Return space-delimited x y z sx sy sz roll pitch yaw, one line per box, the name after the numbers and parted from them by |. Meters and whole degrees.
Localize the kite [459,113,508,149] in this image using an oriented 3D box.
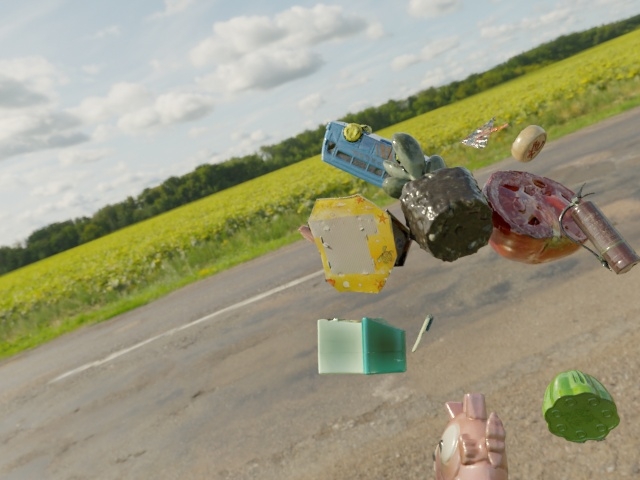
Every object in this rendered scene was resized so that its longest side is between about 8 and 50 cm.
0.589 -0.389 2.028 0.189 0.009 0.232 -15 33 38 | kite

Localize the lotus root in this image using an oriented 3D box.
0.669 0.407 1.477 0.186 0.186 0.186 -20 8 3 | lotus root

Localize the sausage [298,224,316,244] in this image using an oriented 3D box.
0.000 0.000 1.503 0.147 0.035 0.030 33 58 33 | sausage

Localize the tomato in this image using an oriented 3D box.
0.415 -0.035 1.146 0.233 0.200 0.139 6 -43 -16 | tomato

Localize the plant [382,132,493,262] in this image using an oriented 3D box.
0.203 -0.085 1.055 0.149 0.146 0.274 -13 43 -12 | plant

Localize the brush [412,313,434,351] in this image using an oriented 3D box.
0.199 0.180 1.089 0.083 0.013 0.016 -60 5 -20 | brush

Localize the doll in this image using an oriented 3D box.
0.217 0.327 0.810 0.093 0.211 0.262 5 -35 1 | doll

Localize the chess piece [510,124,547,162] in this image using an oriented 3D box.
0.453 -0.209 1.220 0.084 0.083 0.038 -25 53 -27 | chess piece

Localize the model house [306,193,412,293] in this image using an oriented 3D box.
0.105 -0.011 1.142 0.219 0.207 0.136 -8 13 45 | model house

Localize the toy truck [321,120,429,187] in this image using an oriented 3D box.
0.188 -0.265 1.817 0.385 0.162 0.161 27 18 14 | toy truck

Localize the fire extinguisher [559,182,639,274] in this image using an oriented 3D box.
0.447 -0.014 0.919 0.078 0.157 0.045 -37 -31 19 | fire extinguisher

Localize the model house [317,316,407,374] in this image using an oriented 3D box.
0.081 0.188 1.013 0.149 0.100 0.127 -2 -8 18 | model house
